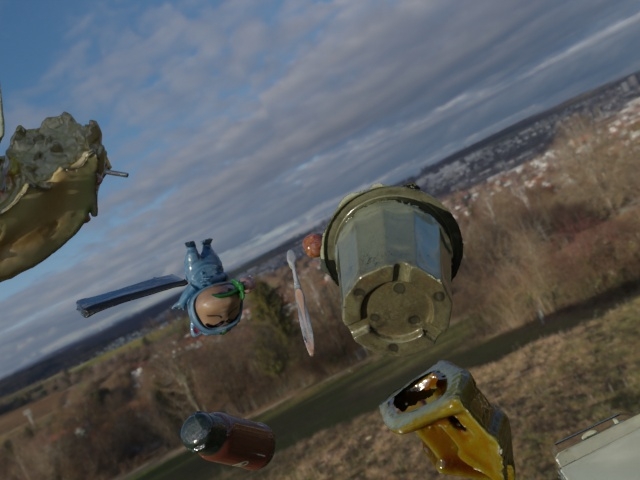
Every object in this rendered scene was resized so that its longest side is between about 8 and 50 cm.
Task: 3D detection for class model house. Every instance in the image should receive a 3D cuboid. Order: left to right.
[{"bbox_3d":[0.250,0.351,1.158,0.173,0.239,0.268,-42,2,-1],"label":"model house"}]

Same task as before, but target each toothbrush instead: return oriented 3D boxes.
[{"bbox_3d":[-0.053,0.156,1.730,0.028,0.037,0.375,-11,42,-4],"label":"toothbrush"}]

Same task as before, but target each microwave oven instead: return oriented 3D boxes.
[{"bbox_3d":[0.416,0.342,0.890,0.145,0.193,0.240,-28,-20,9],"label":"microwave oven"}]

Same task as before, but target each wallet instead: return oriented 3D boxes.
[{"bbox_3d":[-0.509,0.143,1.765,0.286,0.030,0.146,-16,15,-28],"label":"wallet"}]

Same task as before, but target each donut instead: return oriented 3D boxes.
[{"bbox_3d":[-0.489,-0.076,0.861,0.371,0.150,0.307,15,-71,-50],"label":"donut"}]

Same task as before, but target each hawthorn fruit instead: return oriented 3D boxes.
[{"bbox_3d":[0.000,0.000,1.703,0.103,0.066,0.067,-43,2,-3],"label":"hawthorn fruit"}]

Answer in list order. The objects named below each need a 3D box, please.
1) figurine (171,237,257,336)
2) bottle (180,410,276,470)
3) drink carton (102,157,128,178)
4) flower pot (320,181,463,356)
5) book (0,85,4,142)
[{"bbox_3d":[-0.192,0.082,1.172,0.114,0.178,0.145,-12,-6,-41],"label":"figurine"},{"bbox_3d":[-0.264,0.570,1.876,0.144,0.143,0.336,-26,-32,15],"label":"bottle"},{"bbox_3d":[-0.530,-0.166,1.468,0.200,0.074,0.084,-2,38,18],"label":"drink carton"},{"bbox_3d":[0.134,0.070,1.212,0.291,0.290,0.259,-26,23,16],"label":"flower pot"},{"bbox_3d":[-0.710,-0.165,1.320,0.035,0.239,0.352,10,-46,-41],"label":"book"}]
